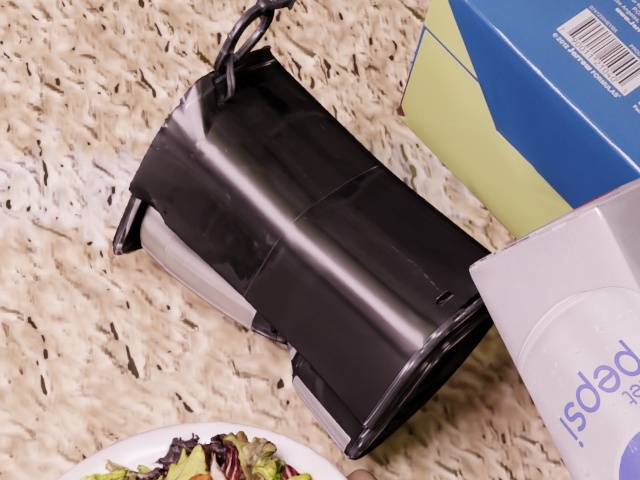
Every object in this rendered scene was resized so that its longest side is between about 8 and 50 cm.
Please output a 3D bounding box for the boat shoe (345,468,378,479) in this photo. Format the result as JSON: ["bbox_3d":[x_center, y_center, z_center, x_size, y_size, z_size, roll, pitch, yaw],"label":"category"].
[{"bbox_3d":[0.042,0.202,0.785,0.072,0.068,0.190,-31,58,-9],"label":"boat shoe"}]

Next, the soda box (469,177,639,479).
[{"bbox_3d":[0.187,0.111,0.773,0.098,0.091,0.286,-23,86,-42],"label":"soda box"}]

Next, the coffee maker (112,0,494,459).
[{"bbox_3d":[0.000,0.000,0.823,0.178,0.171,0.120,41,63,14],"label":"coffee maker"}]

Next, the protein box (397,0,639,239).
[{"bbox_3d":[0.190,-0.090,0.924,0.201,0.136,0.200,-34,71,-24],"label":"protein box"}]

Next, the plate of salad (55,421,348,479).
[{"bbox_3d":[-0.069,0.163,0.765,0.199,0.048,0.200,-7,49,9],"label":"plate of salad"}]
